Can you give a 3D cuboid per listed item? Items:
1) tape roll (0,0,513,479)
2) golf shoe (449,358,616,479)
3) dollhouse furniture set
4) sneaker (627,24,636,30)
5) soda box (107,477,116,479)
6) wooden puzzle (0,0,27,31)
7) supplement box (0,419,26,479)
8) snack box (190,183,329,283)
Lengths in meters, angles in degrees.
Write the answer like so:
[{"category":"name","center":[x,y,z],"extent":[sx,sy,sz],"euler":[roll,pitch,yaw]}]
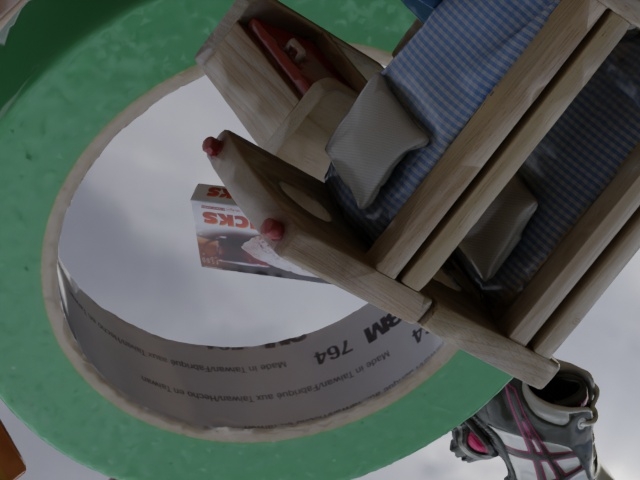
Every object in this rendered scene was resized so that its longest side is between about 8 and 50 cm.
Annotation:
[{"category":"tape roll","center":[-0.026,-0.013,0.966],"extent":[0.321,0.321,0.077],"euler":[16,-152,-24]},{"category":"golf shoe","center":[0.208,0.180,1.682],"extent":[0.273,0.120,0.105],"euler":[42,-147,-31]},{"category":"dollhouse furniture set","center":[0.030,-0.069,0.654],"extent":[0.129,0.129,0.183],"euler":[28,-164,-37]},{"category":"sneaker","center":[0.237,-0.170,1.374],"extent":[0.099,0.282,0.153],"euler":[56,-172,-37]},{"category":"soda box","center":[-0.148,0.320,2.074],"extent":[0.092,0.083,0.263],"euler":[34,160,-32]},{"category":"wooden puzzle","center":[-0.126,-0.229,1.064],"extent":[0.044,0.221,0.238],"euler":[22,-126,-32]},{"category":"supplement box","center":[-0.266,0.154,1.080],"extent":[0.080,0.078,0.233],"euler":[61,-154,-5]},{"category":"snack box","center":[0.000,0.000,1.317],"extent":[0.178,0.064,0.022],"euler":[7,-138,15]}]
